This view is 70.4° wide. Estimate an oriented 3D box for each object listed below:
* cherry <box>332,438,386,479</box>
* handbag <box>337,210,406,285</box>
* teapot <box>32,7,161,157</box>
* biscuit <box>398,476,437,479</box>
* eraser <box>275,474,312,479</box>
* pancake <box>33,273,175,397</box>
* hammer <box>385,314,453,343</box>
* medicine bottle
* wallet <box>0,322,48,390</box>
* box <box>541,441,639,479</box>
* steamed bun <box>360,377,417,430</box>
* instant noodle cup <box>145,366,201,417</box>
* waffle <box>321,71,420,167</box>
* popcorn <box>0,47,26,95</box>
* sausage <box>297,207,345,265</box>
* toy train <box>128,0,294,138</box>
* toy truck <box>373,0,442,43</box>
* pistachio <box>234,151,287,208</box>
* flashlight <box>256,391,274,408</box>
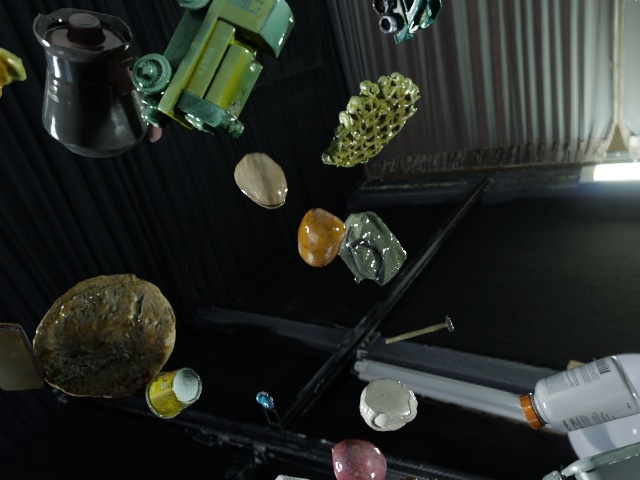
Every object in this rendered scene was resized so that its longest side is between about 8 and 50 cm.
[{"bbox_3d":[0.114,0.480,0.905,0.090,0.225,0.107,-45,-172,38],"label":"cherry"},{"bbox_3d":[0.221,0.047,2.115,0.240,0.340,0.247,-50,-155,-25],"label":"handbag"},{"bbox_3d":[-0.618,-0.434,1.293,0.376,0.361,0.305,27,-131,8],"label":"teapot"},{"bbox_3d":[0.230,0.731,1.121,0.334,0.081,0.289,-15,-142,-7],"label":"biscuit"},{"bbox_3d":[-0.043,0.786,1.383,0.076,0.298,0.078,-51,-133,-4],"label":"eraser"},{"bbox_3d":[-0.557,0.245,1.196,0.356,0.355,0.065,-18,162,-9],"label":"pancake"},{"bbox_3d":[0.288,0.268,1.334,0.199,0.013,0.062,-19,-153,14],"label":"hammer"},{"bbox_3d":[0.727,0.447,1.289,0.289,0.157,0.157,-30,-164,26],"label":"medicine bottle"},{"bbox_3d":[-0.702,0.265,1.023,0.110,0.197,0.031,-1,-144,-5],"label":"wallet"},{"bbox_3d":[0.438,0.350,0.599,0.244,0.163,0.135,-9,-129,-11],"label":"box"},{"bbox_3d":[0.210,0.522,1.432,0.183,0.106,0.182,0,-152,0],"label":"steamed bun"},{"bbox_3d":[-0.564,0.588,1.781,0.144,0.182,0.182,-29,-166,30],"label":"instant noodle cup"},{"bbox_3d":[0.147,-0.329,1.292,0.297,0.317,0.073,-19,-117,-49],"label":"waffle"},{"bbox_3d":[-0.821,-0.349,0.924,0.275,0.279,0.335,-6,-124,19],"label":"popcorn"},{"bbox_3d":[-0.002,-0.001,1.032,0.109,0.108,0.270,-17,168,-7],"label":"sausage"},{"bbox_3d":[-0.240,-0.410,1.013,0.253,0.396,0.160,29,-178,12],"label":"toy train"},{"bbox_3d":[0.167,-0.511,0.879,0.116,0.215,0.110,4,-142,44],"label":"toy truck"},{"bbox_3d":[-0.154,-0.161,1.212,0.126,0.108,0.185,-30,-118,-22],"label":"pistachio"},{"bbox_3d":[-0.222,0.652,1.838,0.051,0.051,0.129,-24,-168,-23],"label":"flashlight"}]
